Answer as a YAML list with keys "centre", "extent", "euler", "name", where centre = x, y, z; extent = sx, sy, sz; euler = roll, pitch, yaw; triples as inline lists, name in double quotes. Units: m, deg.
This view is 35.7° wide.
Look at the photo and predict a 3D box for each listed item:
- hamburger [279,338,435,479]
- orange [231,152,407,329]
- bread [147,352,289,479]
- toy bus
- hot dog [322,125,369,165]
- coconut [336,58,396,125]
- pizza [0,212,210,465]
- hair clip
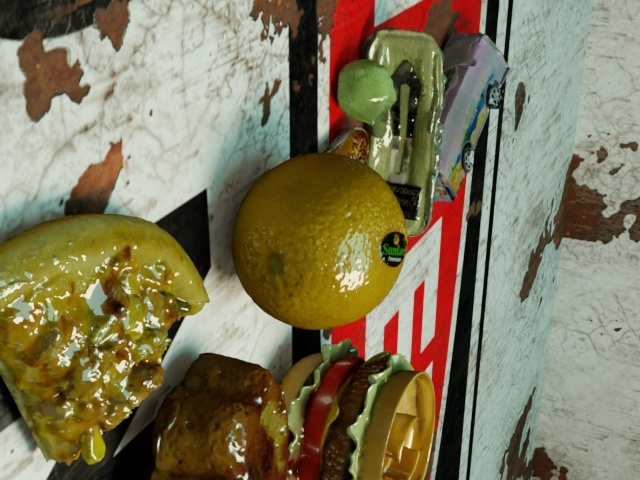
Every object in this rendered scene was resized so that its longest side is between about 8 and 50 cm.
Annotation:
- centre: [0.033, 0.282, 1.453]
  extent: [0.274, 0.212, 0.274]
  euler: [10, 90, -68]
  name: "hamburger"
- centre: [0.000, 0.000, 1.236]
  extent: [0.236, 0.236, 0.236]
  euler: [-42, 139, -52]
  name: "orange"
- centre: [-0.121, 0.250, 1.200]
  extent: [0.232, 0.135, 0.246]
  euler: [-71, 157, -47]
  name: "bread"
- centre: [0.233, -0.228, 1.773]
  extent: [0.138, 0.113, 0.316]
  euler: [53, 53, -47]
  name: "toy bus"
- centre: [0.023, -0.090, 1.436]
  extent: [0.108, 0.059, 0.191]
  euler: [86, 27, -42]
  name: "hot dog"
- centre: [0.065, -0.211, 1.429]
  extent: [0.088, 0.088, 0.096]
  euler: [4, 78, -66]
  name: "coconut"
- centre: [-0.211, 0.051, 0.969]
  extent: [0.268, 0.087, 0.257]
  euler: [77, 32, -41]
  name: "pizza"
- centre: [0.129, -0.171, 1.539]
  extent: [0.091, 0.139, 0.321]
  euler: [-53, 149, -62]
  name: "hair clip"
